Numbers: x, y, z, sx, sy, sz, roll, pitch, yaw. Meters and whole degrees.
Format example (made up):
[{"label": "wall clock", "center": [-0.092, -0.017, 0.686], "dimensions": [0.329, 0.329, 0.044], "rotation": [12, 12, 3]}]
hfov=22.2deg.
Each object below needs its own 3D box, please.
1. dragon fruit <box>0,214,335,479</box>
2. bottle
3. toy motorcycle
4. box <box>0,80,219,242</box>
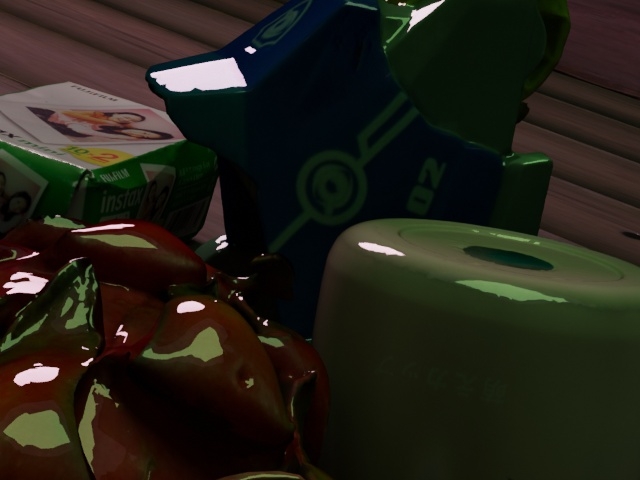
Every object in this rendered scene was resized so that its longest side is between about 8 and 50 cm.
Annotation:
[{"label": "dragon fruit", "center": [-0.100, 0.098, 0.576], "dimensions": [0.228, 0.243, 0.307], "rotation": [-1, -23, -17]}, {"label": "bottle", "center": [0.057, 0.118, 0.683], "dimensions": [0.148, 0.236, 0.147], "rotation": [10, 9, -2]}, {"label": "toy motorcycle", "center": [0.000, 0.000, 0.811], "dimensions": [0.200, 0.326, 0.191], "rotation": [7, 17, -16]}, {"label": "box", "center": [-0.201, -0.050, 1.302], "dimensions": [0.180, 0.103, 0.250], "rotation": [18, 16, 18]}]
